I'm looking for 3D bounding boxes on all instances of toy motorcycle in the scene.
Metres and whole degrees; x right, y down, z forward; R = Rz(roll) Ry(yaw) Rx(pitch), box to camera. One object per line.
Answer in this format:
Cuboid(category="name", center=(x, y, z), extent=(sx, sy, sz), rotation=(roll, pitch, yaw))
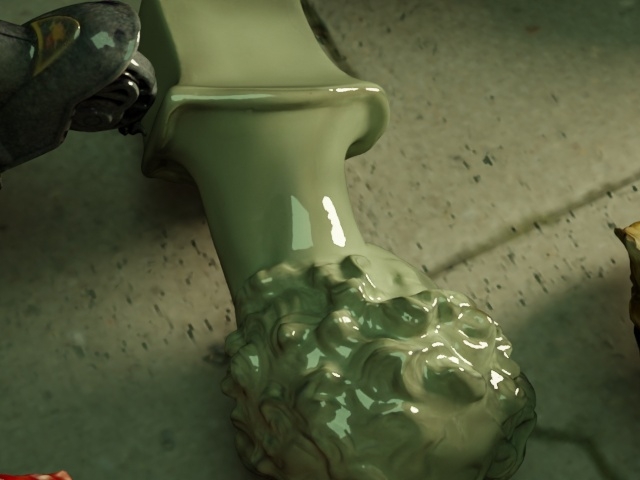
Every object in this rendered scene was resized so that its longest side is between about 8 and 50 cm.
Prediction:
Cuboid(category="toy motorcycle", center=(-0.199, -0.055, 0.755), extent=(0.263, 0.157, 0.091), rotation=(-20, 58, 24))

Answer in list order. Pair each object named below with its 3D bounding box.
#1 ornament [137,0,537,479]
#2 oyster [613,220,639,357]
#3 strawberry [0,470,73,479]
Cuboid(category="ornament", center=(-0.013, -0.003, 0.796), extent=(0.130, 0.120, 0.285), rotation=(-18, 67, -28))
Cuboid(category="oyster", center=(0.259, 0.121, 0.745), extent=(0.396, 0.204, 0.111), rotation=(45, 103, 19))
Cuboid(category="strawberry", center=(-0.120, 0.162, 0.627), extent=(0.205, 0.244, 0.205), rotation=(1, 64, -3))
